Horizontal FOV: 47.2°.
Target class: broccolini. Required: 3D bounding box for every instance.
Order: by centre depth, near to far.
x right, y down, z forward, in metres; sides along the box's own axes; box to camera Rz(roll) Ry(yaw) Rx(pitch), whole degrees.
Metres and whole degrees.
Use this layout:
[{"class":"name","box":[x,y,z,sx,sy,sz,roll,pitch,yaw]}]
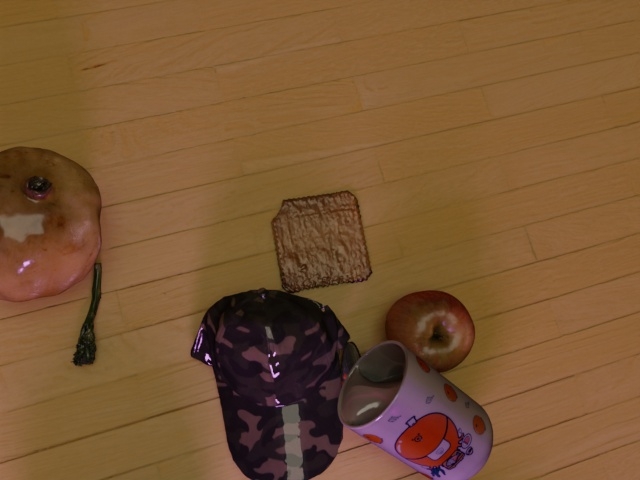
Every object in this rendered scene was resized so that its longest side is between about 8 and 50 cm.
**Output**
[{"class":"broccolini","box":[-0.517,0.165,1.656,0.051,0.054,0.239,4,73,5]}]

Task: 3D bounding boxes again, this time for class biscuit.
[{"class":"biscuit","box":[0.000,0.000,1.810,0.232,0.013,0.237,-9,78,-12]}]

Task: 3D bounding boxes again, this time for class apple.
[{"class":"apple","box":[0.253,0.216,1.729,0.209,0.164,0.210,0,87,-7]}]

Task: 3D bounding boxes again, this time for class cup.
[{"class":"cup","box":[0.223,0.391,1.623,0.317,0.212,0.212,37,71,-23]}]

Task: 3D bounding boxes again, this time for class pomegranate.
[{"class":"pomegranate","box":[-0.624,-0.037,1.549,0.332,0.332,0.333,2,76,-10]}]

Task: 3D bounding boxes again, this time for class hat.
[{"class":"hat","box":[-0.097,0.321,1.597,0.366,0.257,0.382,-11,61,0]}]

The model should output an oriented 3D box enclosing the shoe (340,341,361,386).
[{"class":"shoe","box":[0.061,0.335,1.712,0.077,0.074,0.195,-4,79,-6]}]
